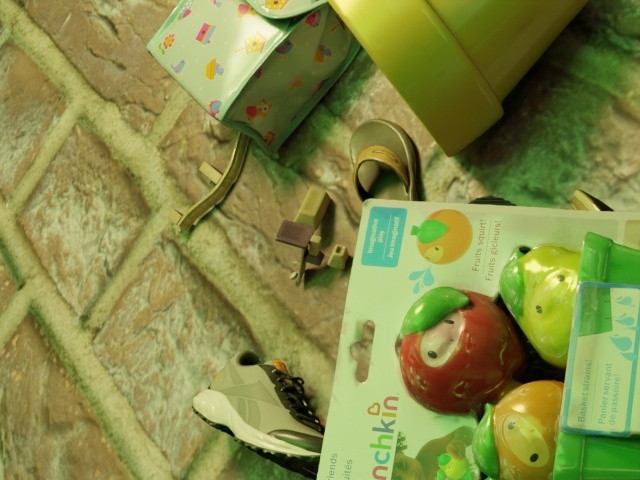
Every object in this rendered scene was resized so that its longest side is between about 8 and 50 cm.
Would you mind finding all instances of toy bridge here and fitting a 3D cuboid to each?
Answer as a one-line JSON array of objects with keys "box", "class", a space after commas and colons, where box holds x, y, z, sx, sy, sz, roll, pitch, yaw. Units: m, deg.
[{"box": [-0.145, -0.089, 2.045, 0.188, 0.026, 0.063, -57, 38, 4], "class": "toy bridge"}]

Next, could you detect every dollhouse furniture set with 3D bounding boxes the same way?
[{"box": [0.000, 0.000, 1.835, 0.081, 0.091, 0.114, 98, -168, -45], "class": "dollhouse furniture set"}]

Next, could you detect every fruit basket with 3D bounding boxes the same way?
[{"box": [0.175, 0.117, 1.336, 0.353, 0.165, 0.327, 6, 74, 17], "class": "fruit basket"}]

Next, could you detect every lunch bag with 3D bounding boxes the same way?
[{"box": [-0.074, -0.286, 1.963, 0.262, 0.160, 0.223, -52, 49, 10], "class": "lunch bag"}]

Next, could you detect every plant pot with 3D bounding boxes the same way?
[{"box": [0.161, -0.262, 1.641, 0.239, 0.254, 0.254, -37, 41, 5], "class": "plant pot"}]

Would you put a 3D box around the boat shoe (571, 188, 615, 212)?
[{"box": [0.288, 0.007, 1.458, 0.048, 0.056, 0.153, -50, 48, 19], "class": "boat shoe"}]

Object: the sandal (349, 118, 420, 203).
[{"box": [0.070, -0.067, 1.751, 0.090, 0.060, 0.219, -34, 45, 31], "class": "sandal"}]

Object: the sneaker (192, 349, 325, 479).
[{"box": [-0.051, 0.198, 1.698, 0.271, 0.100, 0.108, 23, 81, 53], "class": "sneaker"}]

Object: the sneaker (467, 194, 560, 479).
[{"box": [0.171, 0.123, 1.505, 0.131, 0.112, 0.319, 126, 149, -63], "class": "sneaker"}]
